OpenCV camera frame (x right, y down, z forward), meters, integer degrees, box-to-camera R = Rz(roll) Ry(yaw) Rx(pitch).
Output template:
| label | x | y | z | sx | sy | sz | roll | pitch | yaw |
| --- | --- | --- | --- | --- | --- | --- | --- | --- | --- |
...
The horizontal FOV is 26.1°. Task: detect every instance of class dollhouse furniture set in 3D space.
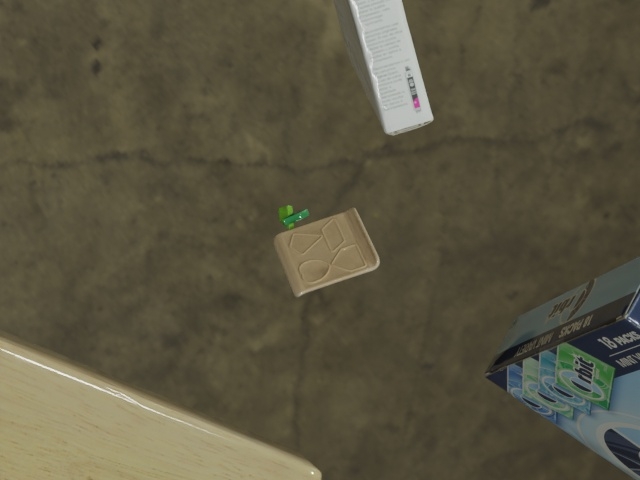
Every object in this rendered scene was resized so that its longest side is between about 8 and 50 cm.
| label | x | y | z | sx | sy | sz | roll | pitch | yaw |
| --- | --- | --- | --- | --- | --- | --- | --- | --- | --- |
| dollhouse furniture set | -0.106 | 0.099 | 0.409 | 0.144 | 0.123 | 0.151 | 24 | 87 | -14 |

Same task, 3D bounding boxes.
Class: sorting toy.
| label | x | y | z | sx | sy | sz | roll | pitch | yaw |
| --- | --- | --- | --- | --- | --- | --- | --- | --- | --- |
| sorting toy | 0.000 | 0.000 | 0.942 | 0.062 | 0.083 | 0.012 | -21 | 138 | -3 |

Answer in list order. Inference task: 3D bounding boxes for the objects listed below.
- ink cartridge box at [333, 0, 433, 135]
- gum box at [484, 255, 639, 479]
| label | x | y | z | sx | sy | sz | roll | pitch | yaw |
| --- | --- | --- | --- | --- | --- | --- | --- | --- | --- |
| ink cartridge box | 0.043 | -0.334 | 1.678 | 0.072 | 0.324 | 0.330 | -16 | 116 | 0 |
| gum box | 0.184 | 0.085 | 0.623 | 0.184 | 0.157 | 0.041 | 33 | 71 | -4 |
